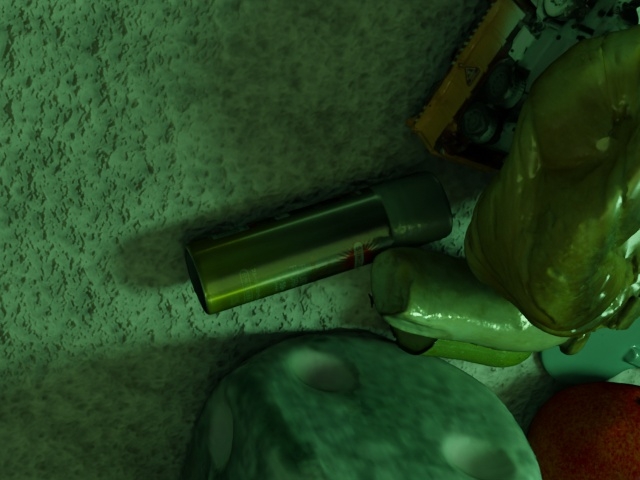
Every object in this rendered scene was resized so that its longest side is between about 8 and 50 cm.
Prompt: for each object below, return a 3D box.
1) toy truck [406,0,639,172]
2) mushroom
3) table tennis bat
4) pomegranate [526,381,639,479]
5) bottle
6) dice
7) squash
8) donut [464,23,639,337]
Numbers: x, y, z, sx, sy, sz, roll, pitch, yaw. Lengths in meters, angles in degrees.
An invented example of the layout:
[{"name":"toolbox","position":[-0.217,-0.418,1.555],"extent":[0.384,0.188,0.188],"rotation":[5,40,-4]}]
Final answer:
[{"name":"toy truck","position":[0.214,-0.189,1.510],"extent":[0.114,0.135,0.270],"rotation":[16,119,-35]},{"name":"mushroom","position":[0.183,0.072,1.621],"extent":[0.312,0.100,0.081],"rotation":[10,142,-39]},{"name":"table tennis bat","position":[0.386,0.138,1.874],"extent":[0.244,0.040,0.153],"rotation":[22,114,-31]},{"name":"pomegranate","position":[0.363,0.300,1.871],"extent":[0.221,0.221,0.256],"rotation":[3,140,-26]},{"name":"bottle","position":[0.000,0.000,1.571],"extent":[0.286,0.082,0.082],"rotation":[-18,128,-13]},{"name":"dice","position":[0.036,0.321,1.653],"extent":[0.330,0.348,0.328],"rotation":[8,119,-22]},{"name":"squash","position":[0.180,0.103,1.725],"extent":[0.188,0.095,0.095],"rotation":[15,115,-38]},{"name":"donut","position":[0.305,-0.061,1.465],"extent":[0.360,0.170,0.360],"rotation":[-31,149,-21]}]
